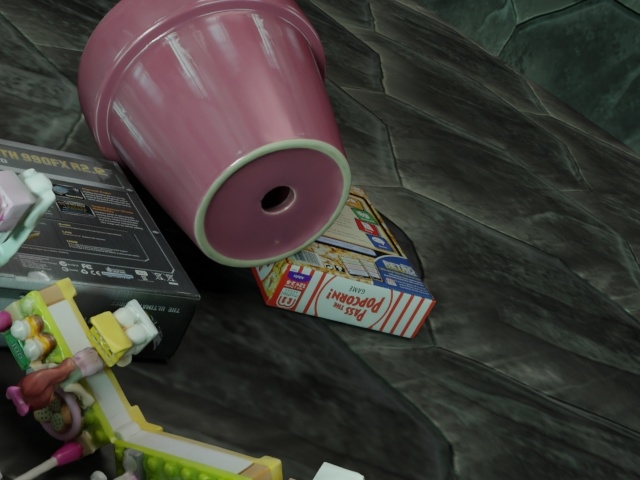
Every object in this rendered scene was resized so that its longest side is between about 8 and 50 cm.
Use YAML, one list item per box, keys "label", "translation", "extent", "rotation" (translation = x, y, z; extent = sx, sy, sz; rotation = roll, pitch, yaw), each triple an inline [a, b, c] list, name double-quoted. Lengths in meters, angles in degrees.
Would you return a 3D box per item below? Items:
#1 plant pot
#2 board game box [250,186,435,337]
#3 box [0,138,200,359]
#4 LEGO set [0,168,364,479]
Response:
- label: "plant pot"
  translation: [-0.070, -0.086, 0.855]
  extent: [0.201, 0.201, 0.180]
  rotation: [8, 38, -39]
- label: "board game box"
  translation: [0.000, 0.000, 0.967]
  extent: [0.147, 0.045, 0.193]
  rotation: [16, 26, -27]
- label: "box"
  translation: [-0.218, -0.005, 0.717]
  extent: [0.231, 0.056, 0.183]
  rotation: [10, 28, -38]
- label: "LEGO set"
  translation: [-0.112, 0.100, 0.546]
  extent: [0.287, 0.132, 0.107]
  rotation: [43, 35, 17]
